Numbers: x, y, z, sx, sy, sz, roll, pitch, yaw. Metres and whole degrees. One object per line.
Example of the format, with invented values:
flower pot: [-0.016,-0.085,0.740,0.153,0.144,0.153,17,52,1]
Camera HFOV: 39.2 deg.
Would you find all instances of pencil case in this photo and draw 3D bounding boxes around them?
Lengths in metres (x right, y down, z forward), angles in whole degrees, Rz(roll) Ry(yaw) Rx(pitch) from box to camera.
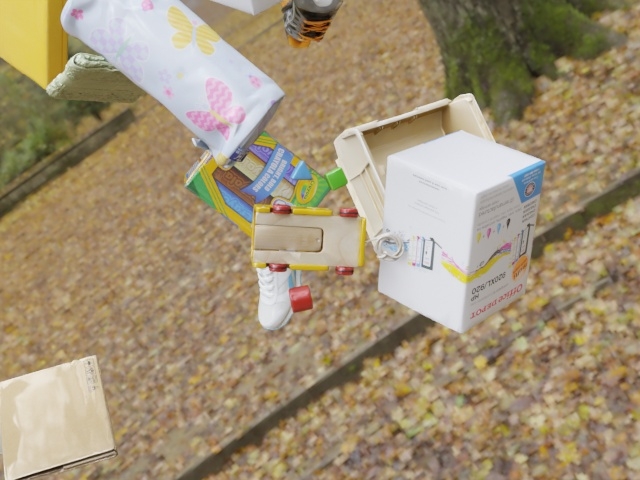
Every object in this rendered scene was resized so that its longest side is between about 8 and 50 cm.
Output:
pencil case: [-0.172,-0.210,1.063,0.124,0.273,0.113,-42,8,49]

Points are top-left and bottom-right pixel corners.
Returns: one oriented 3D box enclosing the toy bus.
toy bus: [-0.011,-0.006,1.348,0.191,0.202,0.104,-41,10,-1]

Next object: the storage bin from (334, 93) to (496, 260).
storage bin: [0.195,-0.117,1.649,0.262,0.260,0.123,-21,-7,-26]

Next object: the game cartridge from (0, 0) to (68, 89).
game cartridge: [-0.501,-0.432,1.454,0.053,0.285,0.324,-20,43,-41]

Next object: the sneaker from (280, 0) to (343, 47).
sneaker: [-0.012,-0.347,1.391,0.084,0.083,0.215,-3,8,-10]

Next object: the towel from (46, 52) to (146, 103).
towel: [-0.288,-0.220,1.227,0.148,0.027,0.110,-5,-14,-40]

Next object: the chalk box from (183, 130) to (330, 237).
chalk box: [-0.103,-0.094,1.768,0.179,0.289,0.180,-51,12,0]

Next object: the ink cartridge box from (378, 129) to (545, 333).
ink cartridge box: [0.208,-0.016,1.351,0.171,0.232,0.168,-24,37,-38]

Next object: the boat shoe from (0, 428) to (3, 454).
boat shoe: [-0.650,0.338,1.744,0.096,0.324,0.116,-78,4,-49]

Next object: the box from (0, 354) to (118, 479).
box: [-0.413,0.275,1.397,0.164,0.021,0.201,-15,43,-12]

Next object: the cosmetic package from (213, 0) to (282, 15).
cosmetic package: [-0.172,-0.472,1.280,0.155,0.197,0.365,-35,43,-28]

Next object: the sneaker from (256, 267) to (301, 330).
sneaker: [-0.084,0.051,1.648,0.092,0.228,0.087,8,6,-42]
